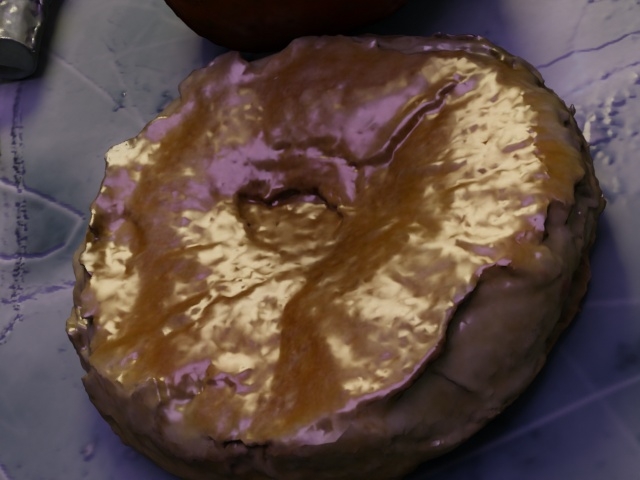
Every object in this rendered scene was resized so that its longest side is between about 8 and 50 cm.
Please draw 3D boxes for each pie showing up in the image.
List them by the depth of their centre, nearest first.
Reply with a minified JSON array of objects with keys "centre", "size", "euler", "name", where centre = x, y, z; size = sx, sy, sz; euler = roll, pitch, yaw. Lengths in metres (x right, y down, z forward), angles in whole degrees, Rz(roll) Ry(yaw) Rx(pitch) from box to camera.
[{"centre":[0.000,0.000,0.765],"size":[0.339,0.083,0.339],"euler":[-9,53,13],"name":"pie"}]

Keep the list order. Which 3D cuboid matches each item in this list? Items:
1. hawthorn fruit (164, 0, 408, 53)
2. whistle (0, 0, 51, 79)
[{"centre":[-0.033,-0.285,0.855],"size":[0.254,0.300,0.254],"euler":[-10,50,11],"name":"hawthorn fruit"},{"centre":[-0.239,-0.292,1.064],"size":[0.134,0.142,0.346],"euler":[-23,53,38],"name":"whistle"}]
